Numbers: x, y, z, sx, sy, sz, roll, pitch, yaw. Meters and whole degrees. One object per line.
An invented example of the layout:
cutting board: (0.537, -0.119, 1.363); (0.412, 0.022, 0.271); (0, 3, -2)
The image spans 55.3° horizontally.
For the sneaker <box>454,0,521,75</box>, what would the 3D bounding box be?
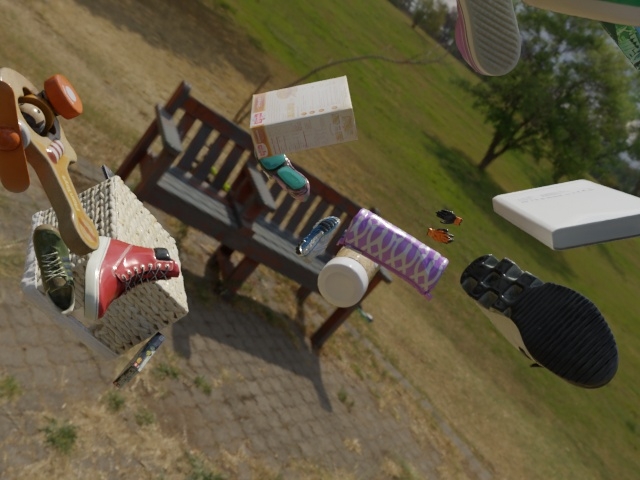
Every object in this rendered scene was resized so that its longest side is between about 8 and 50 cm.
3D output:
sneaker: (0.251, -0.416, 1.000); (0.161, 0.102, 0.282); (-92, 174, -70)

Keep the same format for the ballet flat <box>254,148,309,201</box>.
ballet flat: (-0.102, -0.173, 1.584); (0.221, 0.076, 0.079); (47, -22, 31)

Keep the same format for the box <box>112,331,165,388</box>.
box: (-0.448, 0.295, 1.512); (0.027, 0.094, 0.137); (43, 29, -9)

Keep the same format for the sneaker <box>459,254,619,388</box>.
sneaker: (0.367, 0.143, 0.989); (0.146, 0.122, 0.330); (49, 2, -29)

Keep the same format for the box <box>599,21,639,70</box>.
box: (0.595, -0.515, 1.129); (0.322, 0.232, 0.058); (50, 28, -2)

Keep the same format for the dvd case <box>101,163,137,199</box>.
dvd case: (-0.588, -0.120, 1.855); (0.221, 0.018, 0.164); (55, -1, 42)

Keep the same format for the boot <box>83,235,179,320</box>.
boot: (-0.372, 0.077, 1.218); (0.176, 0.088, 0.244); (10, 28, -14)

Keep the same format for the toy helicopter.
toy helicopter: (-0.486, -0.139, 1.076); (0.235, 0.140, 0.355); (-13, 79, -88)

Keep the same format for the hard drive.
hard drive: (0.532, -0.063, 1.290); (0.353, 0.232, 0.047); (-98, 178, -76)

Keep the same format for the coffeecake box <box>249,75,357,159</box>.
coffeecake box: (-0.032, -0.230, 1.133); (0.142, 0.185, 0.068); (-94, 172, -52)

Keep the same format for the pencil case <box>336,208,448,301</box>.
pencil case: (0.135, 0.022, 1.140); (0.206, 0.086, 0.088); (30, 57, 8)

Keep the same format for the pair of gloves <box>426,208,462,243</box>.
pair of gloves: (0.317, -0.035, 1.566); (0.074, 0.083, 0.010); (25, 4, 30)

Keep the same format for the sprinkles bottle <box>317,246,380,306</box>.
sprinkles bottle: (0.106, 0.052, 1.647); (0.121, 0.121, 0.355); (41, 29, 2)

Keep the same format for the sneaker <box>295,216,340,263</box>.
sneaker: (0.000, 0.000, 2.061); (0.071, 0.190, 0.083); (31, -19, 48)

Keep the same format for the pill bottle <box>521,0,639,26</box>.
pill bottle: (0.369, -0.444, 0.689); (0.204, 0.361, 0.204); (6, 28, -3)

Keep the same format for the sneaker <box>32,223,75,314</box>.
sneaker: (-0.536, 0.067, 1.246); (0.064, 0.192, 0.086); (-14, 33, -24)

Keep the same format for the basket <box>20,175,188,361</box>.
basket: (-0.548, 0.070, 1.588); (0.328, 0.266, 0.331); (58, 6, -41)
